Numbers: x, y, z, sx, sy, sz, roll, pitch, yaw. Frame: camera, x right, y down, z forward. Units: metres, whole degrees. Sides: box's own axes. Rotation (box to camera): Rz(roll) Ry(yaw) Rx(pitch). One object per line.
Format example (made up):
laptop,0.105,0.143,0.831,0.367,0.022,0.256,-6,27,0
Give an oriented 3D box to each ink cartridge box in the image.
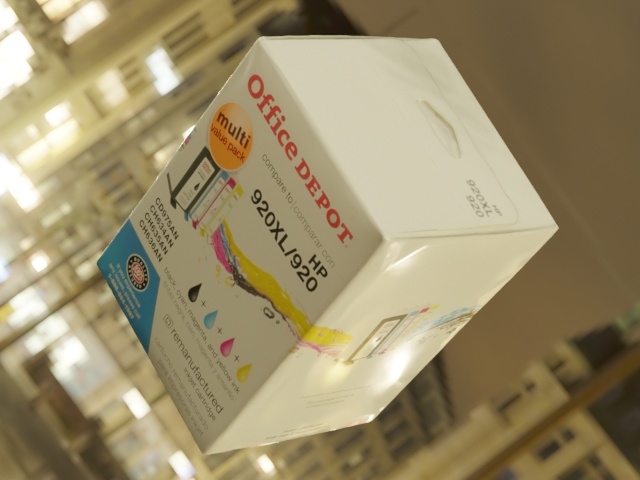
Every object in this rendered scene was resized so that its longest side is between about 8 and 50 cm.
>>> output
ink cartridge box,0.000,0.000,1.279,0.233,0.168,0.171,-50,-120,36
